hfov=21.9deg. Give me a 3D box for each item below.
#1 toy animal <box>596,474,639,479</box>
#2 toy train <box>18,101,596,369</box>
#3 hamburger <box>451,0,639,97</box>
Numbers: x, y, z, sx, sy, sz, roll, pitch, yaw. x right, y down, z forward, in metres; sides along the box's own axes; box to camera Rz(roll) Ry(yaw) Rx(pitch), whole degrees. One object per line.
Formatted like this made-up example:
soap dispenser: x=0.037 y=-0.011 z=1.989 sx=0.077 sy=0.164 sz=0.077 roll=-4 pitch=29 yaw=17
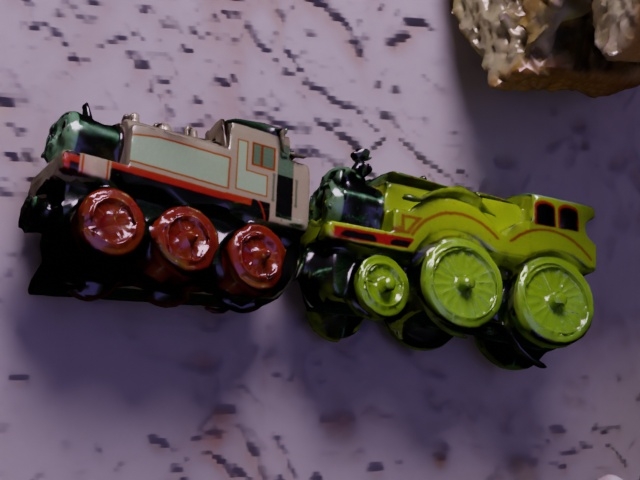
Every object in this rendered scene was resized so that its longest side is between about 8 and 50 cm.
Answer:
toy animal: x=0.149 y=0.171 z=0.659 sx=0.140 sy=0.138 sz=0.282 roll=32 pitch=57 yaw=19
toy train: x=0.000 y=0.000 z=0.666 sx=0.250 sy=0.053 sz=0.085 roll=10 pitch=68 yaw=-26
hamburger: x=0.151 y=-0.197 z=0.729 sx=0.157 sy=0.144 sz=0.283 roll=8 pitch=75 yaw=-27
